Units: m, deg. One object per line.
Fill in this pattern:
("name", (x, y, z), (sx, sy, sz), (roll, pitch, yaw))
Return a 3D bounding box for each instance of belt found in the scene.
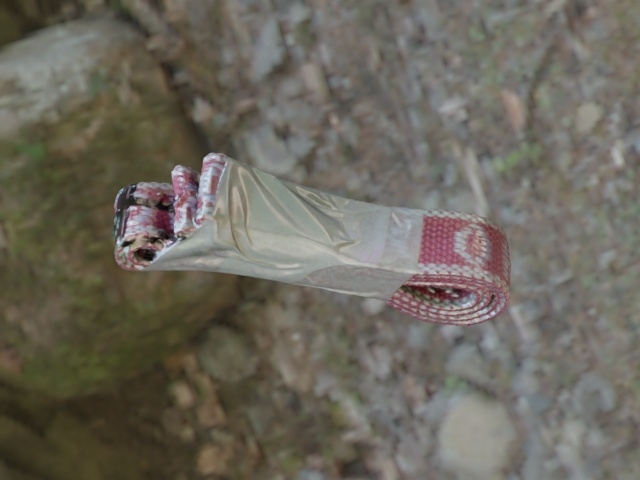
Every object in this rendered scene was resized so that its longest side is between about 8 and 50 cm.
("belt", (0.000, 0.000, 1.077), (0.071, 0.232, 0.053), (121, 154, -53))
